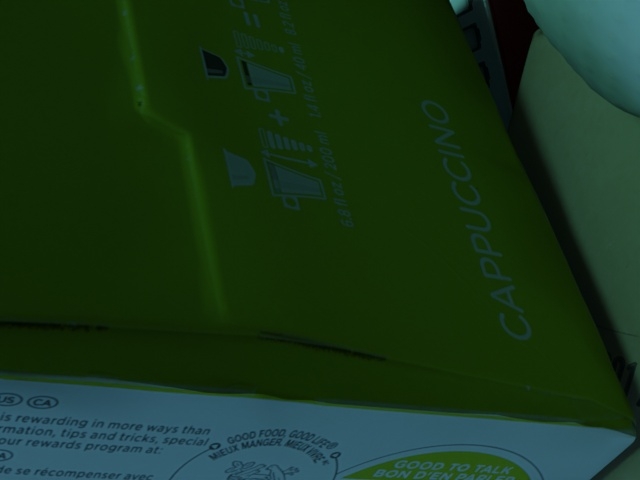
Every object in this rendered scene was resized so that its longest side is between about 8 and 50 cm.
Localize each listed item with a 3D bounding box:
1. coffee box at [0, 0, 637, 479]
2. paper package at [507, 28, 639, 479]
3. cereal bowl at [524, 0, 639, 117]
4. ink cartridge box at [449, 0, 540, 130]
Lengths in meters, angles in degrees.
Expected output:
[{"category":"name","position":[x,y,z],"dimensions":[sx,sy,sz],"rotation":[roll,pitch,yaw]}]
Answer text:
[{"category":"coffee box","position":[-0.115,0.034,0.612],"dimensions":[0.334,0.338,0.337],"rotation":[-56,37,38]},{"category":"paper package","position":[0.211,0.054,0.541],"dimensions":[0.325,0.168,0.309],"rotation":[9,86,64]},{"category":"cereal bowl","position":[0.196,-0.217,0.478],"dimensions":[0.339,0.141,0.339],"rotation":[-40,26,24]},{"category":"ink cartridge box","position":[0.089,-0.166,0.804],"dimensions":[0.272,0.130,0.309],"rotation":[-24,71,42]}]
